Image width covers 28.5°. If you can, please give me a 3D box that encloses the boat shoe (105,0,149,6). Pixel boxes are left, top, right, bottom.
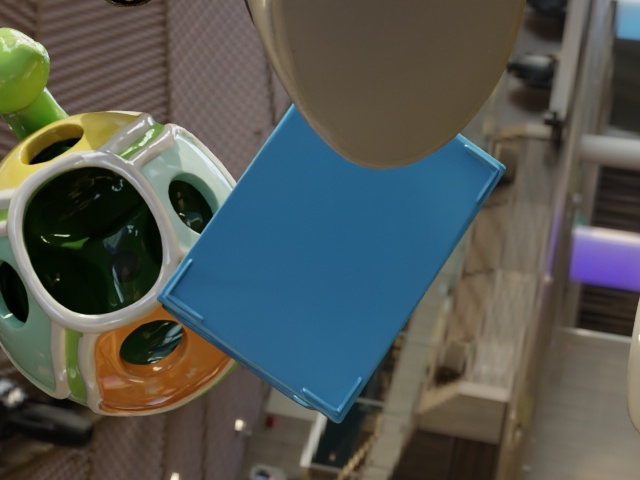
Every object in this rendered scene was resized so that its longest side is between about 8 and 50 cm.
[{"bbox_3d":[-0.135,-0.214,0.940,0.228,0.081,0.068,-147,35,-76],"label":"boat shoe"}]

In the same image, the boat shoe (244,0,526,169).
[{"bbox_3d":[-0.008,-0.145,0.379,0.088,0.096,0.267,51,168,50],"label":"boat shoe"}]

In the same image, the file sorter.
[{"bbox_3d":[0.000,0.000,0.728,0.170,0.118,0.104,-56,5,-11],"label":"file sorter"}]

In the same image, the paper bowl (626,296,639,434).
[{"bbox_3d":[0.351,0.082,1.068,0.284,0.148,0.284,-39,-45,-55],"label":"paper bowl"}]

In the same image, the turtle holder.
[{"bbox_3d":[-0.170,-0.016,1.040,0.227,0.243,0.320,83,-176,-81],"label":"turtle holder"}]
